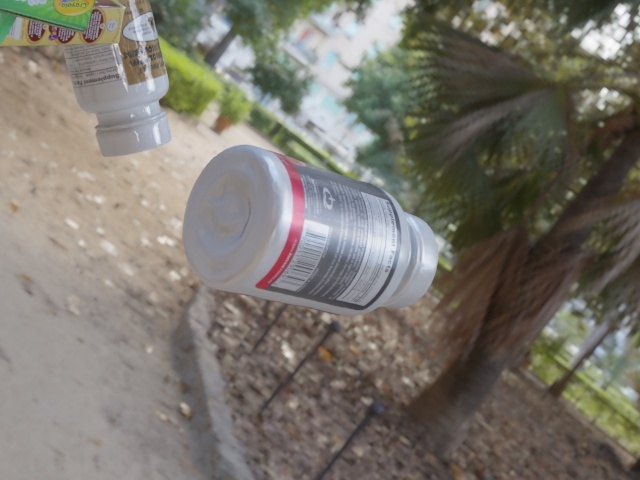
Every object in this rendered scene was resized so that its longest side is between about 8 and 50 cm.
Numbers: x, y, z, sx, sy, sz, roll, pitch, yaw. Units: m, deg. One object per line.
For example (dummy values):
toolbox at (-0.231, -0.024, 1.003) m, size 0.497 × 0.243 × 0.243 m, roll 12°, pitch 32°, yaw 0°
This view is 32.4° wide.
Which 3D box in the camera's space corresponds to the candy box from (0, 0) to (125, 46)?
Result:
candy box at (-0.334, -0.269, 1.269) m, size 0.186 × 0.053 × 0.109 m, roll -11°, pitch 41°, yaw -38°

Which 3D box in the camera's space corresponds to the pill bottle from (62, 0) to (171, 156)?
pill bottle at (-0.281, -0.239, 1.520) m, size 0.131 × 0.131 × 0.229 m, roll -128°, pitch -155°, yaw -74°

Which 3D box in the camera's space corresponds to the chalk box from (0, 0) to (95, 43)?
chalk box at (-0.282, -0.278, 1.015) m, size 0.132 × 0.213 × 0.132 m, roll 32°, pitch 17°, yaw 32°

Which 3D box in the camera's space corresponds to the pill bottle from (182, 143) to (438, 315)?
pill bottle at (0.000, 0.000, 1.383) m, size 0.318 × 0.176 × 0.176 m, roll 15°, pitch 18°, yaw -43°
